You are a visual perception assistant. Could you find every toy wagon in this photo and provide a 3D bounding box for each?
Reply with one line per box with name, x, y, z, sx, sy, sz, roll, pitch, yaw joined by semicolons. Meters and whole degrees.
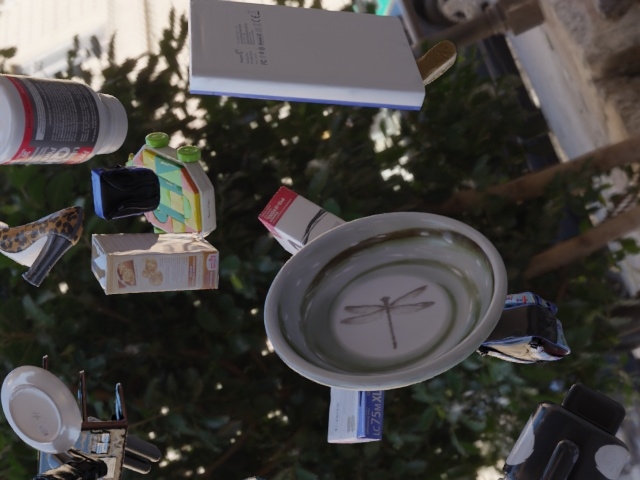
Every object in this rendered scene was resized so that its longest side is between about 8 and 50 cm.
toy wagon;-0.385;-0.127;2.099;0.068;0.344;0.267;-27;-50;-40

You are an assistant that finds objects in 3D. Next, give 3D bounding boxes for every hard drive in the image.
hard drive;-0.027;-0.269;1.219;0.210;0.318;0.040;-100;17;-46

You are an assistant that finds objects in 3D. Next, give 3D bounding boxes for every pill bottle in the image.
pill bottle;-0.556;-0.245;1.754;0.318;0.176;0.176;-9;-104;-57

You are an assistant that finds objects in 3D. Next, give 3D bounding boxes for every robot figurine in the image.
robot figurine;0.410;0.383;1.455;0.209;0.278;0.173;32;176;-31

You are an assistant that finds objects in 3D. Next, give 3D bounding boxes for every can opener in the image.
can opener;-0.479;0.455;1.952;0.095;0.076;0.283;38;175;36

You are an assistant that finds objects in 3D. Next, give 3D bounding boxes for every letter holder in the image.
letter holder;-0.477;0.392;1.677;0.214;0.151;0.302;-114;32;-50

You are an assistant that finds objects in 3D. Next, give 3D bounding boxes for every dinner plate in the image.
dinner plate;-0.409;0.249;1.235;0.141;0.141;0.017;65;-152;-9

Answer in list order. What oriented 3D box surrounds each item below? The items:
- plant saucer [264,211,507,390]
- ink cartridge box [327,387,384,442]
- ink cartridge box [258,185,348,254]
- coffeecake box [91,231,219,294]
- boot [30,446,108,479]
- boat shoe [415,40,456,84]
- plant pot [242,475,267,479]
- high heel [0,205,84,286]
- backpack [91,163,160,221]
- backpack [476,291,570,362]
plant saucer;0.110;0.112;1.408;0.401;0.400;0.101;-96;-10;-52
ink cartridge box;0.078;0.324;1.773;0.311;0.065;0.186;124;151;-72
ink cartridge box;0.000;0.000;1.924;0.237;0.100;0.172;31;169;31
coffeecake box;-0.281;0.035;1.439;0.142;0.185;0.068;-149;60;-62
boot;-0.391;0.350;1.279;0.099;0.121;0.045;-13;-73;-60
boat shoe;0.217;-0.354;1.810;0.063;0.170;0.059;64;-168;20
plant pot;-0.105;0.507;1.396;0.290;0.195;0.290;31;171;5
high heel;-0.608;-0.031;1.841;0.261;0.186;0.093;34;176;42
backpack;-0.372;-0.101;1.629;0.101;0.120;0.098;31;126;56
backpack;0.419;0.185;1.729;0.173;0.158;0.117;23;-118;-41
